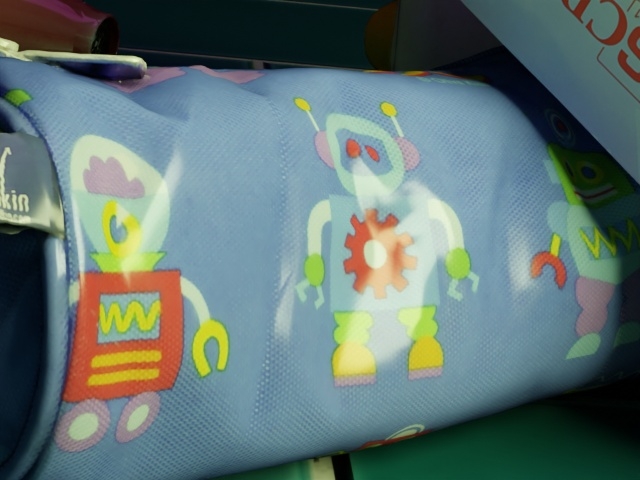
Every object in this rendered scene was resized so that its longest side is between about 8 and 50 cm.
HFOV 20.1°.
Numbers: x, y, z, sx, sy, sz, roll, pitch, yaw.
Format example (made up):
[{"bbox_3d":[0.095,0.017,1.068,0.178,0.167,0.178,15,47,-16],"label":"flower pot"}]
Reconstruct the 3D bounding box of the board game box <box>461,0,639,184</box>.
[{"bbox_3d":[0.226,-0.068,0.635,0.318,0.066,0.319,-22,62,-42],"label":"board game box"}]

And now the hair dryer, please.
[{"bbox_3d":[-0.212,-0.156,1.164,0.223,0.080,0.293,-2,17,-29],"label":"hair dryer"}]

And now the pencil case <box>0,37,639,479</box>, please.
[{"bbox_3d":[0.000,0.000,0.567,0.306,0.133,0.119,-6,-1,-41],"label":"pencil case"}]

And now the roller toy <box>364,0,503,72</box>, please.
[{"bbox_3d":[0.092,-0.083,0.790,0.146,0.191,0.209,6,15,2],"label":"roller toy"}]
